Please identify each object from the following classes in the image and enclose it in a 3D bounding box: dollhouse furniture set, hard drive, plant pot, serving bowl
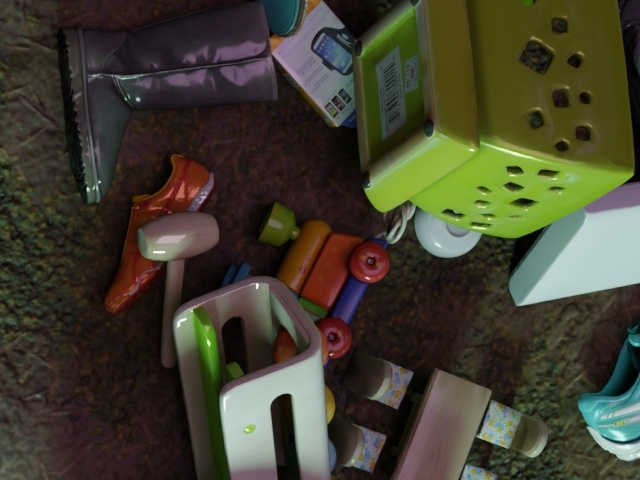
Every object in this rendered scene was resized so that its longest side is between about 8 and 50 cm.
[{"bbox_3d":[0.117,0.263,1.649,0.212,0.161,0.242,23,87,-23],"label":"dollhouse furniture set"},{"bbox_3d":[0.380,-0.011,1.718,0.307,0.203,0.040,-9,63,-21],"label":"hard drive"},{"bbox_3d":[0.157,-0.141,1.555,0.207,0.227,0.228,3,72,-25],"label":"plant pot"},{"bbox_3d":[0.145,-0.021,1.704,0.083,0.027,0.083,-2,96,-23],"label":"serving bowl"}]

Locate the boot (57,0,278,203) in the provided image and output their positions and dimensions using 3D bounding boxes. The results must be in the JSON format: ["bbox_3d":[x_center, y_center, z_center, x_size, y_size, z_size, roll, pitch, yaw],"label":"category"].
[{"bbox_3d":[-0.146,-0.137,1.543,0.208,0.076,0.189,-6,98,-21],"label":"boot"}]

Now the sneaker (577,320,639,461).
[{"bbox_3d":[0.407,0.126,1.790,0.110,0.107,0.275,45,80,-10],"label":"sneaker"}]

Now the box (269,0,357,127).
[{"bbox_3d":[0.007,-0.183,1.631,0.081,0.028,0.136,-47,112,-12],"label":"box"}]

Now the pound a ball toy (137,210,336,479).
[{"bbox_3d":[-0.068,0.135,1.536,0.136,0.208,0.319,-20,134,-17],"label":"pound a ball toy"}]

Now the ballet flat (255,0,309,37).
[{"bbox_3d":[-0.042,-0.310,1.576,0.067,0.073,0.206,-31,112,-56],"label":"ballet flat"}]

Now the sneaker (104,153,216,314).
[{"bbox_3d":[-0.172,-0.006,1.567,0.067,0.064,0.175,31,79,0],"label":"sneaker"}]

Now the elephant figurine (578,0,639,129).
[{"bbox_3d":[0.367,-0.202,1.728,0.239,0.186,0.169,38,124,-11],"label":"elephant figurine"}]

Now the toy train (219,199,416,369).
[{"bbox_3d":[0.000,0.000,1.619,0.143,0.105,0.248,28,80,-5],"label":"toy train"}]
